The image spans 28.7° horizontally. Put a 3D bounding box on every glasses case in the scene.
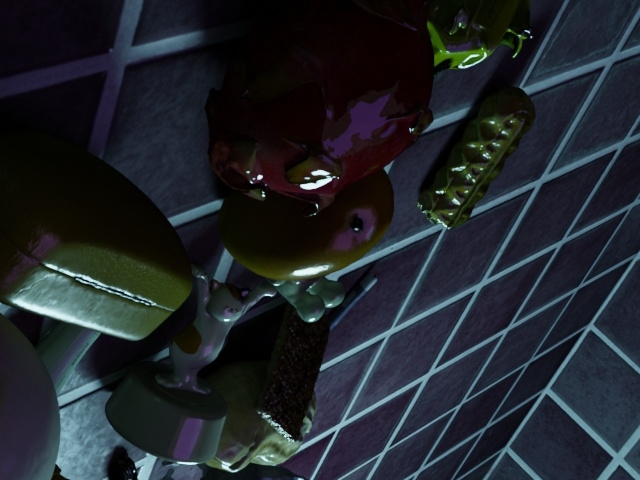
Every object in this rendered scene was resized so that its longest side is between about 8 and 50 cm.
[{"bbox_3d":[-0.257,-0.011,1.306,0.141,0.173,0.371,-46,159,4],"label":"glasses case"}]

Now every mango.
[{"bbox_3d":[-0.025,-0.028,1.595,0.255,0.139,0.175,-18,-146,32],"label":"mango"}]

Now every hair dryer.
[{"bbox_3d":[-0.376,0.130,1.510,0.206,0.075,0.237,-52,149,-2],"label":"hair dryer"}]

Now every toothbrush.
[{"bbox_3d":[0.003,0.165,2.224,0.288,0.024,0.026,-49,143,11],"label":"toothbrush"}]

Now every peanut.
[{"bbox_3d":[-0.118,0.281,2.043,0.340,0.158,0.174,15,82,-60],"label":"peanut"}]

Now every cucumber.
[{"bbox_3d":[-0.321,0.407,2.057,0.053,0.053,0.181,-33,152,-26],"label":"cucumber"}]

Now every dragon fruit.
[{"bbox_3d":[0.013,-0.174,1.431,0.315,0.250,0.250,-42,157,-15],"label":"dragon fruit"}]

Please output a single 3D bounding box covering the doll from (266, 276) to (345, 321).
[{"bbox_3d":[-0.011,-0.004,1.824,0.155,0.113,0.275,-37,150,-41],"label":"doll"}]

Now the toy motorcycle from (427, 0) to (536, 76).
[{"bbox_3d":[0.147,-0.257,1.620,0.206,0.142,0.342,36,101,-28],"label":"toy motorcycle"}]

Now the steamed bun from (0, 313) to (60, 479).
[{"bbox_3d":[-0.411,0.164,1.228,0.309,0.309,0.309,-36,155,-20],"label":"steamed bun"}]

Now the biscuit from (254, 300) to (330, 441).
[{"bbox_3d":[-0.039,0.197,2.003,0.131,0.025,0.230,51,46,-47],"label":"biscuit"}]

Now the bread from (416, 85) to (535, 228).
[{"bbox_3d":[0.262,-0.140,2.067,0.269,0.098,0.087,-58,-165,27],"label":"bread"}]

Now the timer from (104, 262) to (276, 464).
[{"bbox_3d":[-0.178,0.163,1.783,0.175,0.175,0.266,2,118,-60],"label":"timer"}]

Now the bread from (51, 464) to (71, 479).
[{"bbox_3d":[-0.409,0.376,1.700,0.156,0.204,0.288,-60,162,-9],"label":"bread"}]

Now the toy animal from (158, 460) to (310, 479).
[{"bbox_3d":[-0.178,0.391,2.064,0.367,0.206,0.081,13,84,-61],"label":"toy animal"}]
